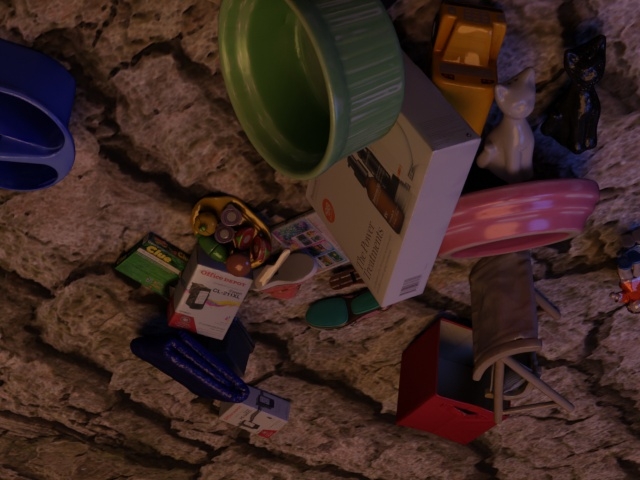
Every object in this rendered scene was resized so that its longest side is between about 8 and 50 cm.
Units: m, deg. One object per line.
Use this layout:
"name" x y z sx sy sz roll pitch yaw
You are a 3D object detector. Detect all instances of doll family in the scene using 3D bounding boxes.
"doll family" 0.667 0.040 1.779 0.263 0.118 0.163 -21 128 3

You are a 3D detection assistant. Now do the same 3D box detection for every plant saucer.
"plant saucer" 0.325 -0.030 1.616 0.332 0.084 0.332 -9 172 -1

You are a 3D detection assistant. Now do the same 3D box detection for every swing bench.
"swing bench" 0.386 0.188 1.851 0.165 0.253 0.255 -14 134 22

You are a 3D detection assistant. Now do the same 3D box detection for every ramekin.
"ramekin" -0.012 -0.254 1.357 0.148 0.303 0.303 -24 147 -27

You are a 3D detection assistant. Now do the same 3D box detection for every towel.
"towel" -0.292 0.277 2.065 0.227 0.076 0.308 36 162 -18

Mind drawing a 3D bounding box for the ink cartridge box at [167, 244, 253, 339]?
"ink cartridge box" -0.232 0.109 1.936 0.127 0.072 0.175 17 121 -20

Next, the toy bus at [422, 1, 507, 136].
"toy bus" 0.212 -0.219 1.510 0.108 0.130 0.333 9 138 -3

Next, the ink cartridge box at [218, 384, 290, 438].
"ink cartridge box" -0.169 0.431 2.335 0.150 0.063 0.109 25 135 -20

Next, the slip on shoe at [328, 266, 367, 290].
"slip on shoe" 0.085 0.077 1.928 0.135 0.051 0.041 -18 173 14

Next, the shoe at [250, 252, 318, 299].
"shoe" -0.060 0.076 1.916 0.178 0.064 0.081 -18 151 35

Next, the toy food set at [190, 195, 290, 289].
"toy food set" -0.167 0.007 1.815 0.218 0.071 0.128 42 113 -11

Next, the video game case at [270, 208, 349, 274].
"video game case" 0.000 0.000 1.867 0.143 0.019 0.157 -22 132 29

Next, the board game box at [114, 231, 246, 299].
"board game box" -0.300 0.084 1.993 0.259 0.030 0.136 34 133 -28

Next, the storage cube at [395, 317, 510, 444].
"storage cube" 0.295 0.315 2.043 0.183 0.215 0.193 19 143 -14

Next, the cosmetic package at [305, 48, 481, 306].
"cosmetic package" 0.102 -0.115 1.530 0.097 0.284 0.377 -16 144 -24

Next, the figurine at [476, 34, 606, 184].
"figurine" 0.354 -0.210 1.462 0.214 0.092 0.209 -26 145 -13

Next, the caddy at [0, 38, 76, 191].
"caddy" -0.584 -0.211 1.587 0.341 0.179 0.241 16 137 -11

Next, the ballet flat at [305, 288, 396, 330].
"ballet flat" 0.075 0.153 1.996 0.221 0.077 0.079 -21 151 27

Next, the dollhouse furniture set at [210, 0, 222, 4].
"dollhouse furniture set" -0.171 -0.434 1.321 0.129 0.129 0.184 17 137 -12

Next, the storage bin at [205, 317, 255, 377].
"storage bin" -0.219 0.253 2.123 0.098 0.091 0.135 -9 135 16
